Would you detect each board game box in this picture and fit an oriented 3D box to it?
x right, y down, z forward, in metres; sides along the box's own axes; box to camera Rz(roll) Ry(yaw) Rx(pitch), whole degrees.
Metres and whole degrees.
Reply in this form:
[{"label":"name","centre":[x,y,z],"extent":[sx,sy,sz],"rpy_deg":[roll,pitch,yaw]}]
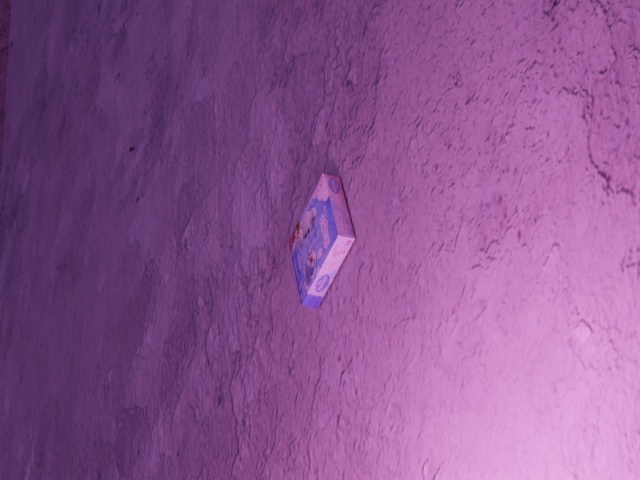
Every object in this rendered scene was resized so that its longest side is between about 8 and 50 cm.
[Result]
[{"label":"board game box","centre":[0.000,0.000,1.839],"extent":[0.090,0.020,0.090],"rpy_deg":[-103,33,-48]}]
